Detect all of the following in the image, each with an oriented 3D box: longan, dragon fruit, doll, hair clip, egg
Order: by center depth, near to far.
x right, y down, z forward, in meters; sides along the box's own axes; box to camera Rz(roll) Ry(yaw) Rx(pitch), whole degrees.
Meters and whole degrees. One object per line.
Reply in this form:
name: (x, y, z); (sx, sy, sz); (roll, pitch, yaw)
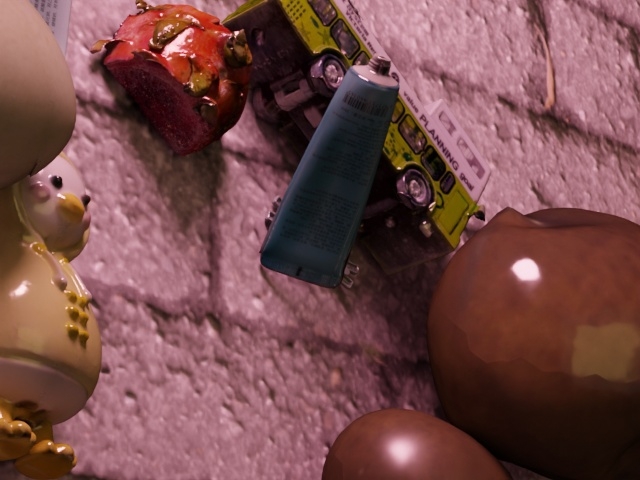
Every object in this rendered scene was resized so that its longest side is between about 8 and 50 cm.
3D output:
egg: (-0.300, -0.126, 1.322); (0.253, 0.186, 0.186); (19, 63, -23)
doll: (-0.226, 0.035, 1.396); (0.141, 0.117, 0.296); (30, 57, -46)
dragon fruit: (-0.115, -0.152, 1.584); (0.147, 0.096, 0.102); (53, 50, -16)
longan: (0.088, 0.238, 1.611); (0.189, 0.189, 0.189); (16, 66, -41)
hair clip: (0.000, 0.001, 1.690); (0.115, 0.039, 0.030); (45, 55, -29)
longan: (0.243, 0.104, 1.719); (0.350, 0.288, 0.288); (8, 71, -60)

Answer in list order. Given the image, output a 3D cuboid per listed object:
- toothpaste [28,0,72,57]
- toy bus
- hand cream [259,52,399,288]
toothpaste: (-0.249, -0.274, 1.510); (0.089, 0.071, 0.312); (22, 62, -41)
toy bus: (0.037, -0.122, 1.718); (0.301, 0.113, 0.139); (54, 43, -17)
hand cream: (0.018, -0.065, 1.626); (0.083, 0.224, 0.048); (18, 18, -13)
